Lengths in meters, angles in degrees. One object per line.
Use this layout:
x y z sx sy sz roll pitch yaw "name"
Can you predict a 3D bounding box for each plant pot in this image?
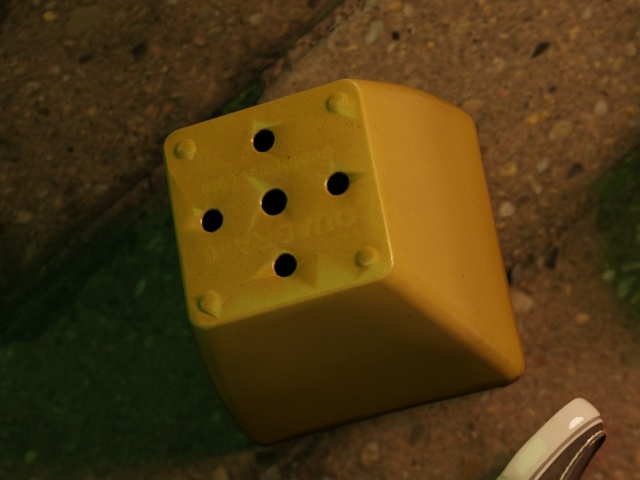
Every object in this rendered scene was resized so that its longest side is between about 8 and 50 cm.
0.000 0.000 1.336 0.212 0.187 0.212 -16 68 15 "plant pot"

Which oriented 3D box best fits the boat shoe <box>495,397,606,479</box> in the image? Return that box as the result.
0.130 0.214 1.283 0.076 0.080 0.228 36 89 20 "boat shoe"
